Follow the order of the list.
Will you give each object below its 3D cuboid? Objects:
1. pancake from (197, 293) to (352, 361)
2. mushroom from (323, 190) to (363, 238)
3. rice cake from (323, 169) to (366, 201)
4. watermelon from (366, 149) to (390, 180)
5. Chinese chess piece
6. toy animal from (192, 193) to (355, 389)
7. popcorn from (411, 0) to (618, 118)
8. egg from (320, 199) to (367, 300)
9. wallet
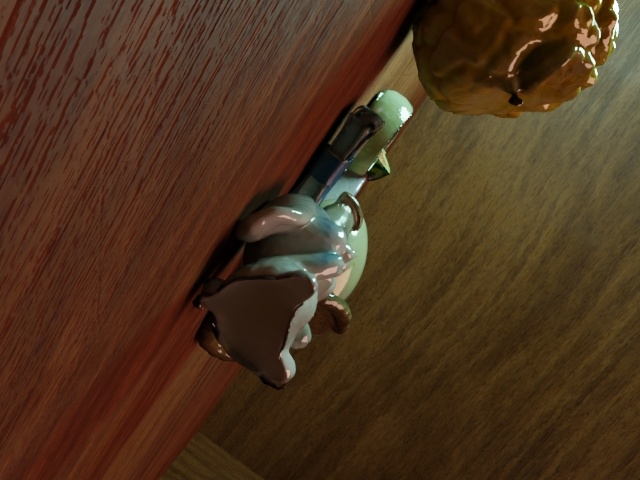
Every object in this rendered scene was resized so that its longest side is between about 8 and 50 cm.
[{"bbox_3d":[-0.085,0.168,1.525,0.286,0.288,0.033,91,-9,-58],"label":"pancake"},{"bbox_3d":[0.000,0.000,1.431,0.093,0.116,0.225,-5,-137,30],"label":"mushroom"},{"bbox_3d":[0.002,-0.048,2.029,0.365,0.073,0.056,-56,176,-25],"label":"rice cake"},{"bbox_3d":[0.139,-0.217,2.121,0.063,0.119,0.245,-13,-167,11],"label":"watermelon"},{"bbox_3d":[0.112,-0.225,1.697,0.188,0.083,0.188,-54,180,0],"label":"Chinese chess piece"},{"bbox_3d":[-0.066,0.059,1.211,0.289,0.174,0.249,-39,152,-75],"label":"toy animal"},{"bbox_3d":[0.323,-0.384,1.404,0.349,0.349,0.381,114,-27,-75],"label":"popcorn"},{"bbox_3d":[-0.009,0.033,1.576,0.253,0.189,0.188,-58,178,-10],"label":"egg"},{"bbox_3d":[0.027,-0.141,1.422,0.202,0.059,0.141,-51,-178,20],"label":"wallet"}]
